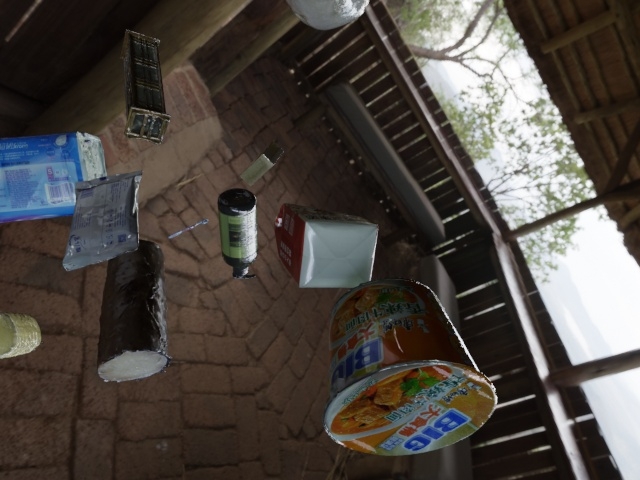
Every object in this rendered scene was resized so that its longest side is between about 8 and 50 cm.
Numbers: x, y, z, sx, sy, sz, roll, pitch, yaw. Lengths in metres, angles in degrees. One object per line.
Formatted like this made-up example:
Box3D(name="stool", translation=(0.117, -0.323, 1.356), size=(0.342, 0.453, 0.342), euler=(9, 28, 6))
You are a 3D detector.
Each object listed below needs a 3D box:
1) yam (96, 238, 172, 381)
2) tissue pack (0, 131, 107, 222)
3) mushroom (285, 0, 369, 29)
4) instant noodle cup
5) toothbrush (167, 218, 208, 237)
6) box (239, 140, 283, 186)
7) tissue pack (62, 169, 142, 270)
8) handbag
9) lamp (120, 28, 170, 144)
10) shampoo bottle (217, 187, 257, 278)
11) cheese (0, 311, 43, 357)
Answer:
Box3D(name="yam", translation=(-0.353, 0.130, 0.814), size=(0.131, 0.131, 0.280), euler=(37, 22, -43))
Box3D(name="tissue pack", translation=(-0.682, -0.153, 1.049), size=(0.146, 0.263, 0.198), euler=(-112, -164, -81))
Box3D(name="mushroom", translation=(0.011, -0.300, 0.473), size=(0.103, 0.118, 0.270), euler=(62, 10, -17))
Box3D(name="instant noodle cup", translation=(0.138, 0.221, 0.780), size=(0.296, 0.296, 0.214), euler=(45, 23, -32))
Box3D(name="toothbrush", translation=(-0.559, -0.048, 1.802), size=(0.019, 0.193, 0.013), euler=(-104, 169, -47))
Box3D(name="box", translation=(-0.124, -0.166, 0.916), size=(0.035, 0.079, 0.083), euler=(44, 31, -17))
Box3D(name="tissue pack", translation=(-0.367, -0.043, 0.726), size=(0.026, 0.122, 0.193), euler=(82, -6, -54))
Box3D(name="handbag", translation=(0.000, 0.000, 0.986), size=(0.298, 0.171, 0.151), euler=(-140, -126, -69))
Box3D(name="lamp", translation=(-0.441, -0.387, 1.067), size=(0.090, 0.089, 0.325), euler=(6, 52, -34))
Box3D(name="shampoo bottle", translation=(-0.223, -0.001, 1.174), size=(0.101, 0.101, 0.284), euler=(-85, -179, -51))
Box3D(name="cheese", translation=(-0.846, 0.257, 1.167), size=(0.167, 0.094, 0.123), euler=(140, -68, -73))
